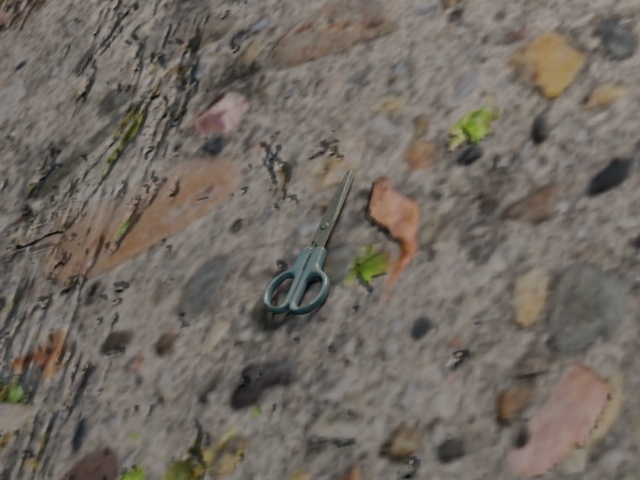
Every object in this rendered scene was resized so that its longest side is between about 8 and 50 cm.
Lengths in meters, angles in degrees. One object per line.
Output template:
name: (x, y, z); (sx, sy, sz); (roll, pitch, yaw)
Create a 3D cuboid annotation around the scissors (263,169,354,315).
scissors: (0.000, 0.000, 0.872); (0.036, 0.006, 0.083); (-2, 52, 40)
